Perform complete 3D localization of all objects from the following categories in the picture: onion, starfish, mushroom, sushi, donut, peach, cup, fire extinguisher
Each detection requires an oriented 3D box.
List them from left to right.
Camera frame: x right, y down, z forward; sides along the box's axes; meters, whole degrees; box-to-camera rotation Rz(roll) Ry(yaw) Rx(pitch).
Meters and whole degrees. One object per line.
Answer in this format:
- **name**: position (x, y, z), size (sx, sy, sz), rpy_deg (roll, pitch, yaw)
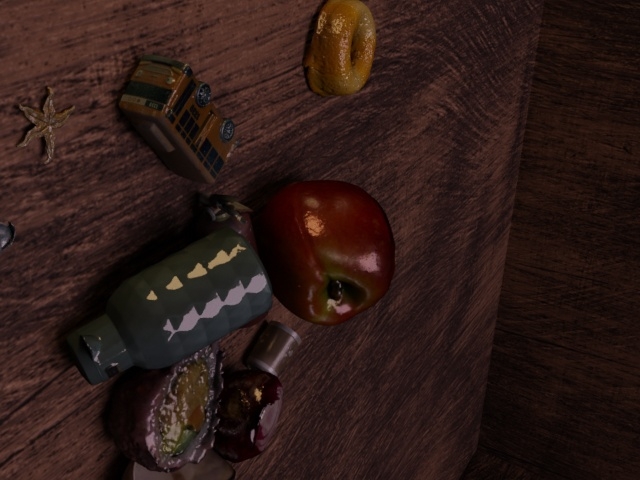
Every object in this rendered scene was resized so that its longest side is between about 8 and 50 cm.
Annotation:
- **starfish**: position (-0.328, -0.139, 0.909), size (0.086, 0.016, 0.092), rpy_deg (-22, 119, -54)
- **mushroom**: position (-0.274, 0.440, 1.251), size (0.173, 0.162, 0.236), rpy_deg (-49, 175, 21)
- **sushi**: position (-0.244, 0.239, 1.188), size (0.161, 0.107, 0.241), rpy_deg (18, 78, -53)
- **fire extinguisher**: position (-0.144, 0.023, 1.246), size (0.105, 0.104, 0.269), rpy_deg (-48, 144, -38)
- **onion**: position (-0.148, 0.329, 1.413), size (0.198, 0.135, 0.173), rpy_deg (87, 28, -62)
- **cup**: position (-0.102, 0.221, 1.495), size (0.074, 0.102, 0.099), rpy_deg (43, 63, -18)
- **peach**: position (0.000, 0.000, 1.360), size (0.245, 0.275, 0.248), rpy_deg (33, 114, -33)
- **donut**: position (0.047, -0.357, 1.409), size (0.174, 0.074, 0.190), rpy_deg (26, 82, -62)

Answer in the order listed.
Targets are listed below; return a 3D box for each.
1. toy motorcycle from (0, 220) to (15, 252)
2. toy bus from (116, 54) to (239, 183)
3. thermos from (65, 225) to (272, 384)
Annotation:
- **toy motorcycle**: position (-0.406, -0.038, 0.728), size (0.198, 0.109, 0.297), rpy_deg (-16, 118, -56)
- **toy bus**: position (-0.198, -0.165, 1.054), size (0.103, 0.091, 0.182), rpy_deg (-63, 153, -18)
- **thermos**: position (-0.222, 0.108, 1.092), size (0.286, 0.145, 0.182), rpy_deg (-29, 164, -20)
